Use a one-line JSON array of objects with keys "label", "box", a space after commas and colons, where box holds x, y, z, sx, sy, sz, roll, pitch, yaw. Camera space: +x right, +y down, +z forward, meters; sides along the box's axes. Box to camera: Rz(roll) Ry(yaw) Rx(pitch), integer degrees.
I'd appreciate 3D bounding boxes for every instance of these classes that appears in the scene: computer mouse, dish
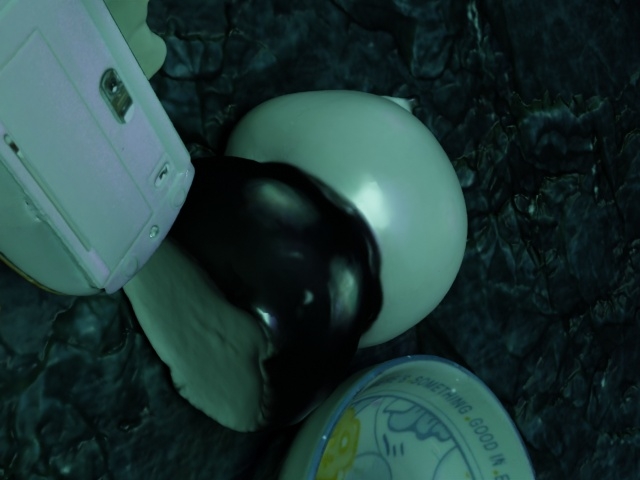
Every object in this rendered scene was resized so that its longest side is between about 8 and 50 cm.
[{"label": "computer mouse", "box": [-0.137, -0.073, 0.455, 0.126, 0.056, 0.245, -59, 147, -25]}, {"label": "dish", "box": [0.036, 0.225, 0.704, 0.273, 0.133, 0.274, 17, 67, -45]}]

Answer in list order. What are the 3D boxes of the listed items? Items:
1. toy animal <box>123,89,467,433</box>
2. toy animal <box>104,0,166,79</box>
[{"label": "toy animal", "box": [-0.008, 0.002, 0.656, 0.235, 0.165, 0.187, -38, 114, -38]}, {"label": "toy animal", "box": [-0.233, -0.122, 0.494, 0.308, 0.188, 0.266, -56, 144, -40]}]
